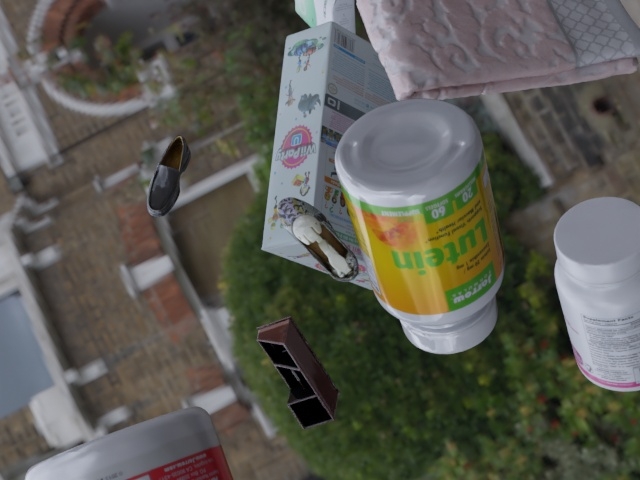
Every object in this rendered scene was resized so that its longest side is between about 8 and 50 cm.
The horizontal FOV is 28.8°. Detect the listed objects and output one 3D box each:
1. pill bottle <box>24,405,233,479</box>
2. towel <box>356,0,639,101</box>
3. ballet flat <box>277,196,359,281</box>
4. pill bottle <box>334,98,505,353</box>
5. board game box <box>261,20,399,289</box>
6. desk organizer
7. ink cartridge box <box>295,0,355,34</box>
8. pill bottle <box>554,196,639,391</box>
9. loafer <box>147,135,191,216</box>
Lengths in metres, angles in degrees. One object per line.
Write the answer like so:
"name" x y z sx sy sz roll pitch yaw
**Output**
"pill bottle" -0.169 0.416 1.428 0.229 0.229 0.407 47 -158 -82
"towel" 0.176 -0.311 1.422 0.053 0.317 0.331 114 142 -55
"ballet flat" 0.000 0.000 1.298 0.114 0.041 0.041 46 -174 -14
"pill bottle" 0.106 -0.004 1.212 0.136 0.136 0.245 -115 4 -47
"board game box" 0.042 -0.109 1.687 0.224 0.098 0.303 22 -114 -43
"desk organizer" -0.028 0.158 1.474 0.130 0.047 0.050 59 -157 -28
"ink cartridge box" 0.004 -0.479 2.252 0.181 0.056 0.224 -125 22 -47
"pill bottle" 0.433 0.079 1.833 0.160 0.160 0.283 -115 1 -47
"loafer" -0.297 -0.126 2.402 0.061 0.062 0.170 92 -170 -62
